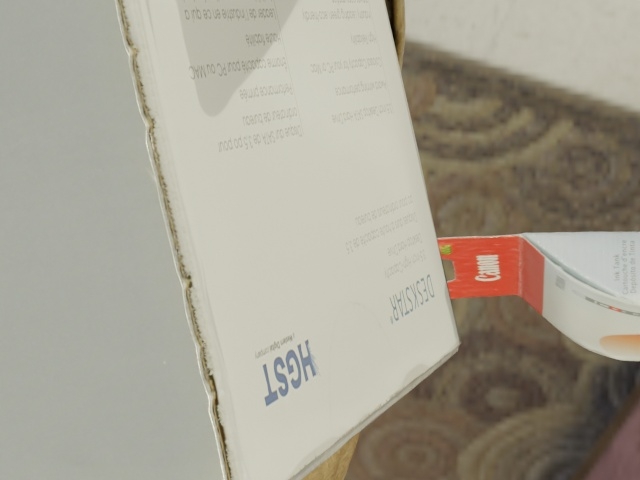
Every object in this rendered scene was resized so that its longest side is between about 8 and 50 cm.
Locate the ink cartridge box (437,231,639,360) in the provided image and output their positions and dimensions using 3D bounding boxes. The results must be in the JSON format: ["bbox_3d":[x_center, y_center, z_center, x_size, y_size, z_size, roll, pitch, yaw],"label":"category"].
[{"bbox_3d":[0.129,0.031,0.919,0.179,0.045,0.145,-4,166,5],"label":"ink cartridge box"}]

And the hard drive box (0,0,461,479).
[{"bbox_3d":[-0.051,-0.062,0.423,0.089,0.181,0.232,-12,93,18],"label":"hard drive box"}]

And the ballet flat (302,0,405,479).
[{"bbox_3d":[0.000,0.000,1.017,0.116,0.342,0.124,7,179,-27],"label":"ballet flat"}]
